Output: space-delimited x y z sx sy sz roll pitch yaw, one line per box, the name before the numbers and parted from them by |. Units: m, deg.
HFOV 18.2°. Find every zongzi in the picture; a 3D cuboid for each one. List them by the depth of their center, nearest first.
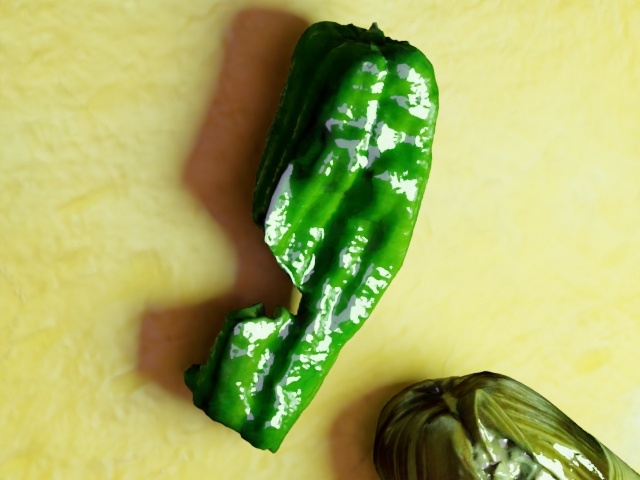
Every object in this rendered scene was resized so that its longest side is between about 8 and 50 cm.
zongzi | 0.100 0.251 1.223 0.286 0.134 0.288 40 90 -24

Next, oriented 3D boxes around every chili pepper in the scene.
chili pepper | -0.001 0.000 1.126 0.099 0.083 0.253 14 100 -29
